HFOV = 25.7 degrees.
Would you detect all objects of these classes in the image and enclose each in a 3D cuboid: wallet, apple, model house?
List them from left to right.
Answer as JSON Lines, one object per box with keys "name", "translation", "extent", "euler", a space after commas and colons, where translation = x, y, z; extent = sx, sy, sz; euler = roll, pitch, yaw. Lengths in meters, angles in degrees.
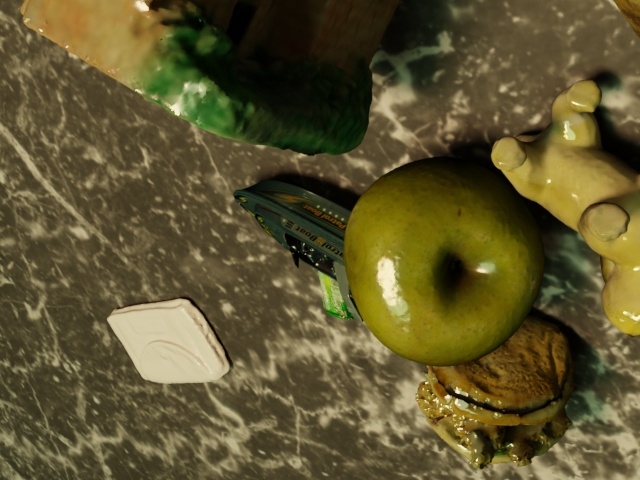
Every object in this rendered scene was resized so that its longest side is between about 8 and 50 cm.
{"name": "wallet", "translation": [-0.202, 0.137, 1.849], "extent": [0.183, 0.032, 0.124], "euler": [-9, 115, 48]}
{"name": "model house", "translation": [-0.054, -0.249, 1.162], "extent": [0.245, 0.312, 0.280], "euler": [32, 103, 22]}
{"name": "apple", "translation": [0.113, 0.018, 1.324], "extent": [0.196, 0.196, 0.157], "euler": [61, 167, -18]}

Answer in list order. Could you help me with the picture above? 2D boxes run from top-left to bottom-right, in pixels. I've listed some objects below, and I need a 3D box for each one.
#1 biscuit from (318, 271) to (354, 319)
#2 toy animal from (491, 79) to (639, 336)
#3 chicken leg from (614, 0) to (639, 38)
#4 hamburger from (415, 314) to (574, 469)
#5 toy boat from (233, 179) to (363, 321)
{"name": "biscuit", "translation": [0.017, 0.053, 1.583], "extent": [0.046, 0.016, 0.089], "euler": [17, 133, 34]}
{"name": "toy animal", "translation": [0.249, -0.024, 1.219], "extent": [0.233, 0.121, 0.168], "euler": [46, 171, 13]}
{"name": "chicken leg", "translation": [0.211, -0.302, 0.987], "extent": [0.152, 0.201, 0.429], "euler": [-34, 91, 34]}
{"name": "hamburger", "translation": [0.176, 0.160, 1.408], "extent": [0.159, 0.185, 0.131], "euler": [17, 132, 10]}
{"name": "toy boat", "translation": [0.000, 0.000, 1.488], "extent": [0.246, 0.103, 0.093], "euler": [29, 163, 28]}
